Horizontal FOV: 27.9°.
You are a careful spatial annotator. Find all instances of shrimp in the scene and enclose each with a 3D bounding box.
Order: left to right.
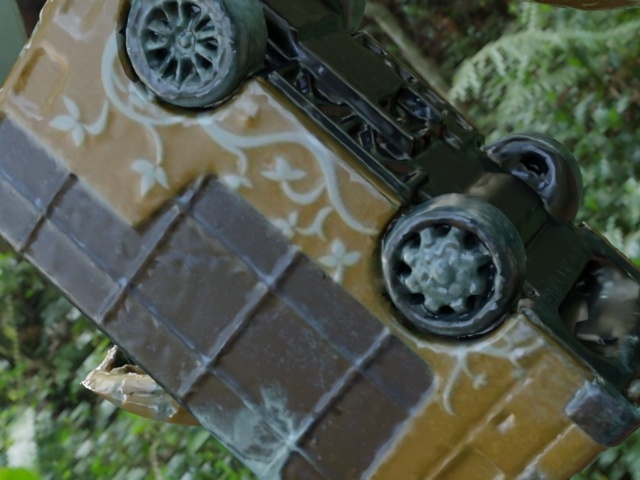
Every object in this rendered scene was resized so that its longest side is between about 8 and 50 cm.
[{"bbox_3d":[-0.174,0.139,1.257,0.287,0.152,0.063,9,95,56],"label":"shrimp"}]

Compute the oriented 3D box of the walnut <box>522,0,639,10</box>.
[{"bbox_3d":[0.074,-0.155,0.384,0.167,0.207,0.167,-22,65,61],"label":"walnut"}]

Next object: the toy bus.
[{"bbox_3d":[0.000,0.000,0.634,0.194,0.323,0.162,-50,-6,27],"label":"toy bus"}]

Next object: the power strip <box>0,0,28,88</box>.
[{"bbox_3d":[-0.278,-0.122,0.760,0.141,0.230,0.261,-25,33,-22],"label":"power strip"}]
